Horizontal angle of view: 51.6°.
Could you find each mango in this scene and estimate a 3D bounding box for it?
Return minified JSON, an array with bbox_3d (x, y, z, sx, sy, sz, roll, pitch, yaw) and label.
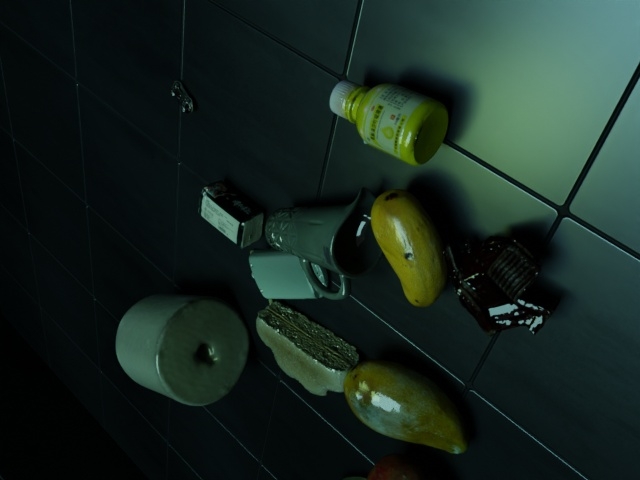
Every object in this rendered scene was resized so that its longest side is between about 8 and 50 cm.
[{"bbox_3d":[0.197,0.384,1.515,0.316,0.146,0.193,29,137,18],"label":"mango"},{"bbox_3d":[0.184,0.016,1.304,0.157,0.108,0.262,31,150,61],"label":"mango"}]

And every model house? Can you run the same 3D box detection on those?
[{"bbox_3d":[0.339,0.079,1.202,0.164,0.141,0.203,-30,112,32],"label":"model house"}]

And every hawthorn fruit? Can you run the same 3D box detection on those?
[{"bbox_3d":[0.180,0.647,1.609,0.208,0.248,0.208,44,174,6],"label":"hawthorn fruit"}]

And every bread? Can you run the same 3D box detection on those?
[{"bbox_3d":[-0.038,0.305,1.742,0.337,0.102,0.183,29,133,32],"label":"bread"}]

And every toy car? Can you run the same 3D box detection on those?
[{"bbox_3d":[-0.353,-0.367,1.699,0.093,0.025,0.041,56,143,9],"label":"toy car"}]

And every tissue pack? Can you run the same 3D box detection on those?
[{"bbox_3d":[-0.232,-0.070,1.713,0.170,0.090,0.103,37,137,22],"label":"tissue pack"}]

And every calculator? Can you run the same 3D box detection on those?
[{"bbox_3d":[-0.086,0.084,1.672,0.246,0.045,0.141,-5,112,40],"label":"calculator"}]

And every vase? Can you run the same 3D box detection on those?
[{"bbox_3d":[0.000,0.000,1.472,0.300,0.156,0.251,10,102,50],"label":"vase"}]

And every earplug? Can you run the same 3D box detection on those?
[{"bbox_3d":[-0.447,0.313,2.031,0.394,0.312,0.313,1,115,50],"label":"earplug"}]

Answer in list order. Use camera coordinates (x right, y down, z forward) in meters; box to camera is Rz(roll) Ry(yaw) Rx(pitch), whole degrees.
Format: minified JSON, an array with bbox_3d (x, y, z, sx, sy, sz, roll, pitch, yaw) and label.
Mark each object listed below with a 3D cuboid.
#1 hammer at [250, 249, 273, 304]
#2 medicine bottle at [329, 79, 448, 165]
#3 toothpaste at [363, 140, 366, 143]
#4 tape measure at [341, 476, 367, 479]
[{"bbox_3d":[-0.154,0.115,1.804,0.060,0.028,0.195,18,128,45],"label":"hammer"},{"bbox_3d":[0.116,-0.230,1.214,0.212,0.121,0.122,31,134,30],"label":"medicine bottle"},{"bbox_3d":[0.122,-0.199,1.307,0.083,0.020,0.017,10,119,43],"label":"toothpaste"},{"bbox_3d":[0.094,0.783,1.906,0.235,0.115,0.207,-28,95,51],"label":"tape measure"}]
